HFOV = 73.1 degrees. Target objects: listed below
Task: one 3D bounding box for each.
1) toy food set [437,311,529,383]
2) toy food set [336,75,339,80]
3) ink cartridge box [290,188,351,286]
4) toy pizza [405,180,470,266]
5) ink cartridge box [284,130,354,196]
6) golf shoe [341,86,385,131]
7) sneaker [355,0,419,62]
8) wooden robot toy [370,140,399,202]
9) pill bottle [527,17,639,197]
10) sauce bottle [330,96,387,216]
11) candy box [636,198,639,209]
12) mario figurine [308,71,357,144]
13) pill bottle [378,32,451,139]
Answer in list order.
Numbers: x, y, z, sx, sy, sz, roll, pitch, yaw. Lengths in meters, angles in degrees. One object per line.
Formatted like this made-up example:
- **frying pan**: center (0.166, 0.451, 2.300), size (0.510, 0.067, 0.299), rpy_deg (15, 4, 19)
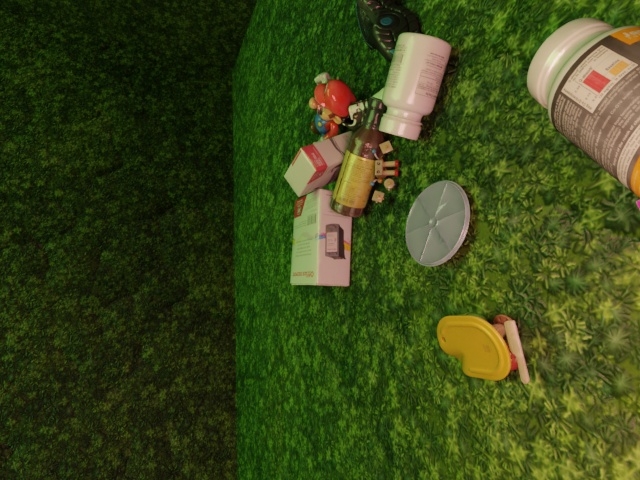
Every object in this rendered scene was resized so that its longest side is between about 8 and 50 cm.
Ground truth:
- **toy food set**: center (0.319, 0.191, 0.817), size (0.218, 0.071, 0.128), rpy_deg (-20, 91, 65)
- **toy food set**: center (0.039, -0.520, 1.619), size (0.192, 0.038, 0.133), rpy_deg (168, 113, -70)
- **ink cartridge box**: center (0.000, 0.000, 1.462), size (0.226, 0.131, 0.307), rpy_deg (170, 103, -64)
- **toy pizza**: center (0.270, -0.038, 0.991), size (0.201, 0.032, 0.201), rpy_deg (-35, 49, 52)
- **ink cartridge box**: center (0.015, -0.243, 1.368), size (0.092, 0.217, 0.158), rpy_deg (55, 146, 9)
- **golf shoe**: center (0.137, -0.391, 1.300), size (0.198, 0.093, 0.077), rpy_deg (-43, 46, 53)
- **sneaker**: center (0.191, -0.604, 1.247), size (0.140, 0.125, 0.341), rpy_deg (83, 174, -58)
- **wooden robot toy**: center (0.182, -0.187, 1.218), size (0.079, 0.076, 0.173), rpy_deg (27, -113, -79)
- **pill bottle**: center (0.413, -0.181, 0.571), size (0.278, 0.162, 0.162), rpy_deg (-110, 35, -43)
- **sauce bottle**: center (0.125, -0.240, 1.270), size (0.111, 0.111, 0.345), rpy_deg (-124, 46, -54)
- **candy box**: center (0.442, -0.031, 0.387), size (0.159, 0.233, 0.071), rpy_deg (132, 137, -53)
- **mario figurine**: center (0.000, -0.425, 1.456), size (0.198, 0.170, 0.320), rpy_deg (52, 161, 8)
- **pill bottle**: center (0.223, -0.372, 1.061), size (0.131, 0.131, 0.229), rpy_deg (-135, 55, -59)
